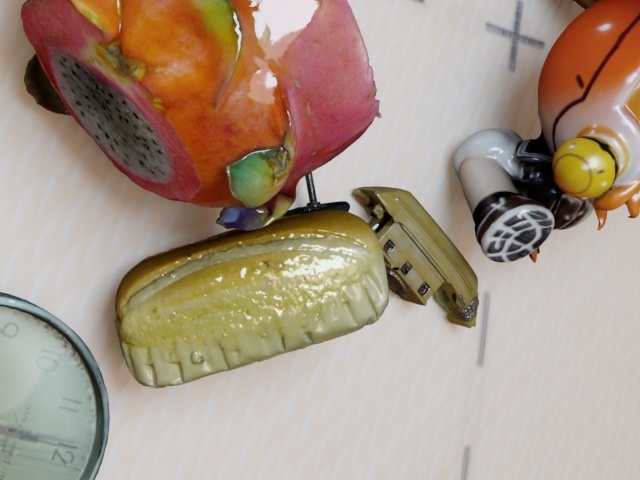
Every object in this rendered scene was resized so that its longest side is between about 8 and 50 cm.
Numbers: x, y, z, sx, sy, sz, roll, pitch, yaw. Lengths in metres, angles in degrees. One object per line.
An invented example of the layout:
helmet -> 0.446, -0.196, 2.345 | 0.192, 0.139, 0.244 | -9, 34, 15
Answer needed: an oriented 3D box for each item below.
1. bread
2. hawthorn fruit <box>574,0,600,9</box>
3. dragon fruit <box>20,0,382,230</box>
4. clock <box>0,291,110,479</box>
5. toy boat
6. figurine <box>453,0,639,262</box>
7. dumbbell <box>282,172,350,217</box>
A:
bread -> -0.062, 0.043, 0.735 | 0.236, 0.140, 0.106 | -17, 99, -5
hawthorn fruit -> 0.385, -0.380, 0.924 | 0.316, 0.316, 0.316 | -2, 93, -32
dragon fruit -> -0.100, -0.134, 0.648 | 0.189, 0.290, 0.290 | -44, 113, -16
clock -> -0.279, 0.151, 0.680 | 0.226, 0.049, 0.226 | -1, 93, -31
toy boat -> 0.101, 0.022, 0.907 | 0.077, 0.057, 0.200 | -49, 116, -15
figurine -> 0.293, -0.124, 0.869 | 0.196, 0.323, 0.320 | 52, 28, 9
dumbbell -> 0.000, 0.000, 0.835 | 0.069, 0.069, 0.147 | -16, 101, -30
